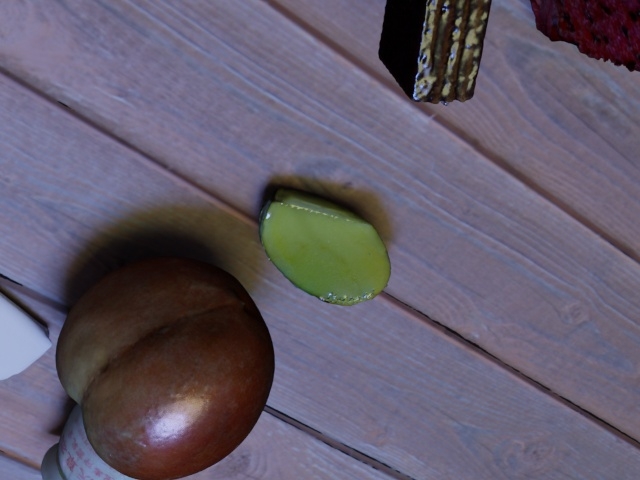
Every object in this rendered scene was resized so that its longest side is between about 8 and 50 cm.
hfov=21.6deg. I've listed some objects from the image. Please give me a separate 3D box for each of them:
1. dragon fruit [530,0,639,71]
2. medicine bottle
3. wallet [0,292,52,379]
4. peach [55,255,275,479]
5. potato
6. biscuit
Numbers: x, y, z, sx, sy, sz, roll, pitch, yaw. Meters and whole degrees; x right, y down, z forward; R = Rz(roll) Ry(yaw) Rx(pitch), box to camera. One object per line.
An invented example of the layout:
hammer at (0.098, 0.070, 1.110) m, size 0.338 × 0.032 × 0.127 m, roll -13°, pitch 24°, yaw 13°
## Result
dragon fruit at (0.316, -0.258, 1.700) m, size 0.302 × 0.240 × 0.330 m, roll 31°, pitch 158°, yaw -24°
medicine bottle at (-0.249, 0.259, 2.031) m, size 0.147 × 0.147 × 0.143 m, roll 19°, pitch 123°, yaw -31°
wallet at (-0.394, 0.093, 1.917) m, size 0.095 × 0.033 × 0.190 m, roll -33°, pitch 131°, yaw 13°
peach at (-0.169, 0.139, 1.886) m, size 0.252 × 0.252 × 0.252 m, roll -9°, pitch 132°, yaw -11°
potato at (0.000, 0.000, 1.958) m, size 0.198 × 0.054 × 0.119 m, roll 28°, pitch 117°, yaw -30°
biscuit at (0.125, -0.320, 1.565) m, size 0.073 × 0.107 × 0.388 m, roll -3°, pitch 123°, yaw -19°
